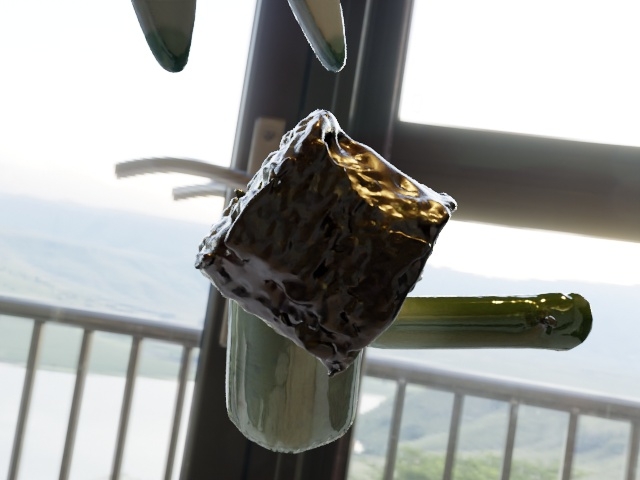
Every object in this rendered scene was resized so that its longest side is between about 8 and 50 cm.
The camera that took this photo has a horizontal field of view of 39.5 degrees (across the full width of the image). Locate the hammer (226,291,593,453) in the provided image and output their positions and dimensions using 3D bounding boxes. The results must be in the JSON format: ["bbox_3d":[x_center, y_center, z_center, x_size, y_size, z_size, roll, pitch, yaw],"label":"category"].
[{"bbox_3d":[0.086,0.079,0.786,0.336,0.206,0.119,0,22,-10],"label":"hammer"}]

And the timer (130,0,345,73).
[{"bbox_3d":[-0.072,-0.212,0.409,0.176,0.255,0.175,4,16,-1],"label":"timer"}]

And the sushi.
[{"bbox_3d":[0.000,0.000,0.382,0.084,0.094,0.098,35,1,-6],"label":"sushi"}]
